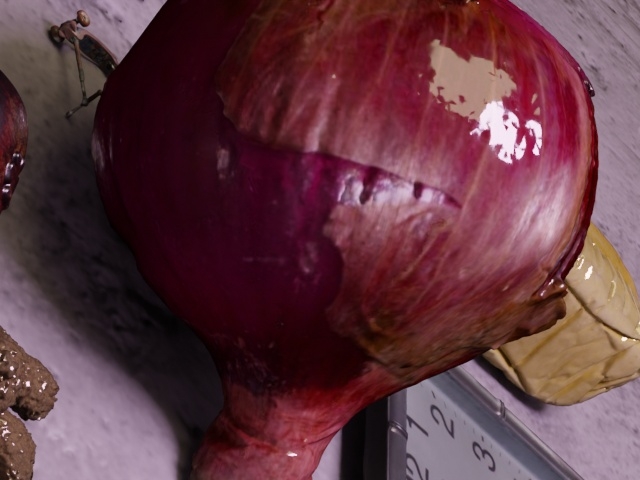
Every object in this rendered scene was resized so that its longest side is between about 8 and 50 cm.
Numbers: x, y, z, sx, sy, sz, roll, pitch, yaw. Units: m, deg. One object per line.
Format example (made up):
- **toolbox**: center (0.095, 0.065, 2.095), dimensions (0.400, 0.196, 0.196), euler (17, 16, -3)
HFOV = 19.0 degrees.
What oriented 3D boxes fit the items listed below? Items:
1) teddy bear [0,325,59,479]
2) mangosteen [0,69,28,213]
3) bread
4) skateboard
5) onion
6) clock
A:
- **teddy bear**: center (-0.198, 0.068, 1.027), dimensions (0.160, 0.078, 0.119), euler (36, 47, -31)
- **mangosteen**: center (-0.235, -0.055, 1.079), dimensions (0.140, 0.140, 0.140), euler (40, 31, -29)
- **bread**: center (0.178, 0.035, 1.627), dimensions (0.236, 0.140, 0.106), euler (44, 25, -27)
- **skateboard**: center (-0.161, -0.115, 1.358), dimensions (0.064, 0.032, 0.083), euler (45, 24, -43)
- **onion**: center (0.000, 0.000, 1.245), dimensions (0.347, 0.347, 0.385), euler (27, 77, -44)
- **clock**: center (0.124, 0.223, 1.426), dimensions (0.279, 0.049, 0.273), euler (42, 29, -26)
